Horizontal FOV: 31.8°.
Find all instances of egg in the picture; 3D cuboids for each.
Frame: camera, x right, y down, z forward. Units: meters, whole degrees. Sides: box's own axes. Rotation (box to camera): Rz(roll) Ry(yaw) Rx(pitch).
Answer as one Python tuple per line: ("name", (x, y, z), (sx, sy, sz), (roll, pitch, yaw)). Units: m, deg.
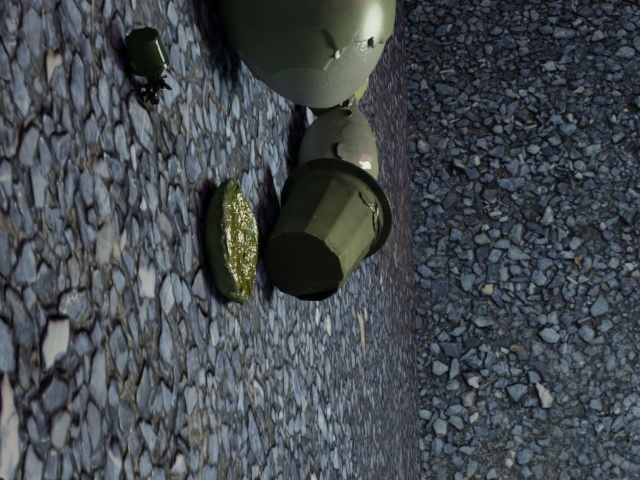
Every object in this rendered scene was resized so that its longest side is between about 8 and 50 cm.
("egg", (-0.018, -0.368, 1.753), (0.278, 0.278, 0.336), (-72, 147, -64))

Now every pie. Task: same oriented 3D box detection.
("pie", (-0.127, 0.004, 1.632), (0.187, 0.041, 0.187), (-6, 90, -79))

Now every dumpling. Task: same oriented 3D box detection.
("dumpling", (0.036, -0.146, 2.236), (0.243, 0.175, 0.227), (-44, 165, -32))

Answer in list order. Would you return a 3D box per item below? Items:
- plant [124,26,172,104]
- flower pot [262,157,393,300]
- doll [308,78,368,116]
("plant", (-0.203, -0.203, 1.349), (0.051, 0.051, 0.102), (-84, 168, -46))
("flower pot", (0.000, 0.000, 1.931), (0.203, 0.212, 0.212), (-62, 146, -50))
("doll", (0.016, -0.331, 2.372), (0.296, 0.117, 0.141), (-40, 127, -60))
